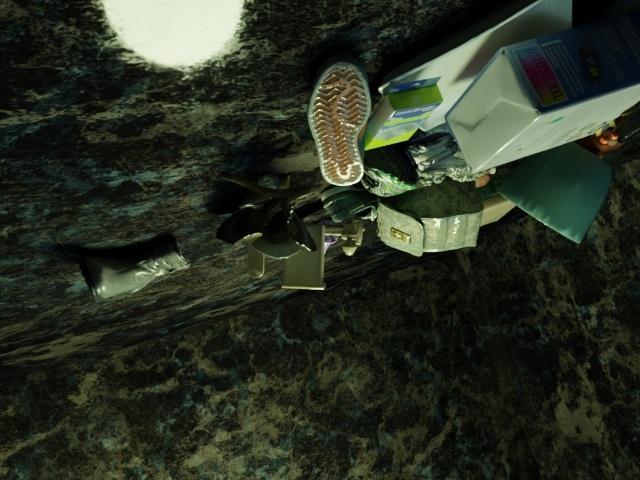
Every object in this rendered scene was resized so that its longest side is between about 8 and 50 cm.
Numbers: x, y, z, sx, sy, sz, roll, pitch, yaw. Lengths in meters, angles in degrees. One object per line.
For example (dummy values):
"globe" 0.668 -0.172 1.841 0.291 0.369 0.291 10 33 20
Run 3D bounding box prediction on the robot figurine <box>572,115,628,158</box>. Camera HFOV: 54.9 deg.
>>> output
"robot figurine" 0.858 -0.335 1.907 0.158 0.128 0.219 -38 -171 -16

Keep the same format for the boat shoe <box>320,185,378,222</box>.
"boat shoe" 0.113 -0.097 1.802 0.116 0.099 0.319 -26 167 30

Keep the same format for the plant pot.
"plant pot" 0.716 -0.169 1.837 0.235 0.293 0.293 -58 155 16

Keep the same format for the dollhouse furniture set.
"dollhouse furniture set" -0.035 0.028 1.794 0.303 0.174 0.355 2 -176 9

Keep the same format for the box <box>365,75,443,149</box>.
"box" 0.150 -0.235 1.153 0.109 0.042 0.178 -16 168 -21

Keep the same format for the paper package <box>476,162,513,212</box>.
"paper package" 0.498 -0.132 2.154 0.324 0.168 0.309 -18 168 -10

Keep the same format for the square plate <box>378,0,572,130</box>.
"square plate" 0.304 -0.338 1.173 0.344 0.049 0.347 -26 168 20

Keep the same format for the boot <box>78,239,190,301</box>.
"boot" -0.453 0.057 1.540 0.222 0.118 0.338 -23 179 -4

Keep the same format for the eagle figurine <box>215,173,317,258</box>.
"eagle figurine" -0.110 -0.048 1.438 0.225 0.226 0.298 -38 170 -23

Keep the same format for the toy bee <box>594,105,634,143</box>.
"toy bee" 0.755 -0.334 1.705 0.195 0.162 0.298 -28 167 37

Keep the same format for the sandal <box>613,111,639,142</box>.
"sandal" 0.988 -0.440 1.675 0.445 0.107 0.167 -37 168 18

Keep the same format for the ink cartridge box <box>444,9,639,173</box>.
"ink cartridge box" 0.484 -0.292 1.207 0.395 0.151 0.270 -17 169 -17

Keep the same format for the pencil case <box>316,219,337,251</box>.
"pencil case" 0.000 0.000 2.076 0.086 0.088 0.206 -20 168 -16

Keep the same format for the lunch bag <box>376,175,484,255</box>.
"lunch bag" 0.300 -0.069 1.754 0.286 0.169 0.235 -8 153 4

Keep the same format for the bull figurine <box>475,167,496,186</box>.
"bull figurine" 0.387 -0.189 1.861 0.310 0.101 0.188 -19 166 -10

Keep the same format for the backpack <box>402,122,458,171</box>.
"backpack" 0.256 -0.232 1.432 0.114 0.084 0.105 -20 139 20

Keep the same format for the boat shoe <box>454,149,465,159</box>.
"boat shoe" 0.368 -0.257 1.549 0.109 0.091 0.305 -60 172 -3

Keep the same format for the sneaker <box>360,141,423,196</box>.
"sneaker" 0.162 -0.160 1.519 0.146 0.134 0.343 -24 168 18

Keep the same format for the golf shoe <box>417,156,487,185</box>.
"golf shoe" 0.321 -0.189 1.502 0.176 0.086 0.069 -4 146 -10

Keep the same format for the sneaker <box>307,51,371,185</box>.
"sneaker" 0.034 -0.231 1.096 0.108 0.121 0.302 0 149 1
